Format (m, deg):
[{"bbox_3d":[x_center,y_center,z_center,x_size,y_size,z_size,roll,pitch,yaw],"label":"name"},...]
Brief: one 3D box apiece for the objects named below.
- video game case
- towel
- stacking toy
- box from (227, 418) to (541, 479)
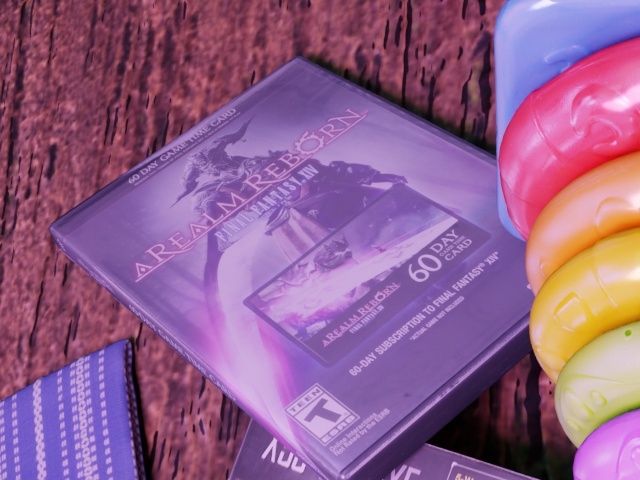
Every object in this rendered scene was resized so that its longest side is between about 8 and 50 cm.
[{"bbox_3d":[0.000,0.000,0.671,0.196,0.026,0.274,-37,45,-20],"label":"video game case"},{"bbox_3d":[-0.234,0.235,0.790,0.336,0.040,0.243,-29,52,20],"label":"towel"},{"bbox_3d":[0.142,0.057,0.455,0.165,0.175,0.302,1,56,10],"label":"stacking toy"},{"bbox_3d":[0.061,0.222,0.548,0.307,0.076,0.243,11,76,39],"label":"box"}]
